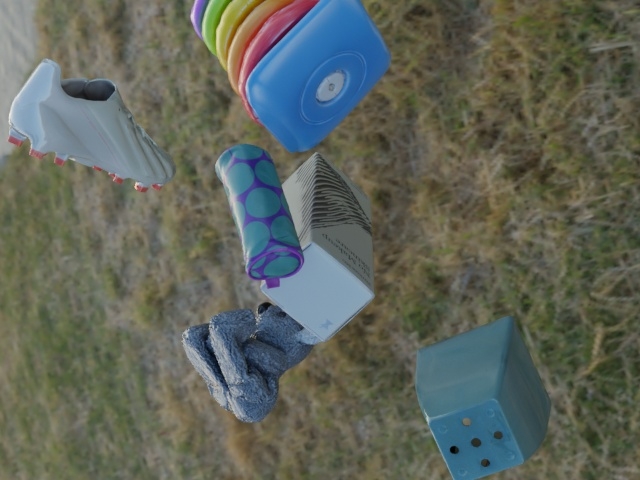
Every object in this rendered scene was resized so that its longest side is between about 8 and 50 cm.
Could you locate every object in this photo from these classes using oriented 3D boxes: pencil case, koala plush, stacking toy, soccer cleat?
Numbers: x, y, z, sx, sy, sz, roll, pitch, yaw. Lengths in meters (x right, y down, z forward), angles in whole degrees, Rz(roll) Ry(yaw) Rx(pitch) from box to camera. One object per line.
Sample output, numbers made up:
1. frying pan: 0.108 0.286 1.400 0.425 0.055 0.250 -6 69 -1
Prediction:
1. pencil case: -0.066 -0.029 1.153 0.070 0.064 0.152 113 146 -50
2. koala plush: -0.093 0.193 1.914 0.196 0.221 0.203 -26 92 57
3. stacking toy: -0.081 -0.255 1.214 0.166 0.175 0.302 -45 62 0
4. soccer cleat: -0.174 -0.091 0.885 0.068 0.196 0.076 29 96 27

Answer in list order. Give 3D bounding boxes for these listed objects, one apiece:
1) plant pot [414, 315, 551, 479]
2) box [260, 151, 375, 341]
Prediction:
1. plant pot: 0.236 0.246 1.583 0.165 0.234 0.166 -22 99 16
2. box: 0.000 0.000 1.361 0.094 0.113 0.275 -43 20 20
